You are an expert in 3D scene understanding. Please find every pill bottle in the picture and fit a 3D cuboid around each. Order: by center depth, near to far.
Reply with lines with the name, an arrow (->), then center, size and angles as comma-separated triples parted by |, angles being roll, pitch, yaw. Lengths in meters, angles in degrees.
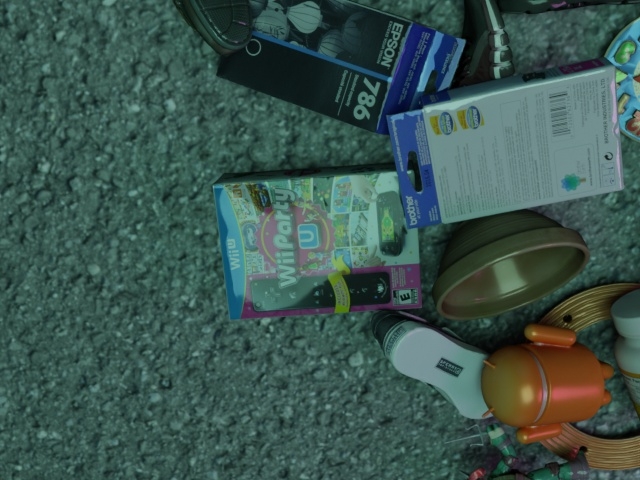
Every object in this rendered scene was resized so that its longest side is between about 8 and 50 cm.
pill bottle -> 0.532, 0.199, 1.242 | 0.136, 0.136, 0.246 | -23, 103, 10

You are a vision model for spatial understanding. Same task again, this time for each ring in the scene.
ring -> 0.488, 0.225, 1.340 | 0.336, 0.032, 0.337 | 1, 106, 4

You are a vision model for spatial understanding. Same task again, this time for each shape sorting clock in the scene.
shape sorting clock -> 0.509, -0.233, 1.173 | 0.206, 0.040, 0.206 | 8, 117, 16

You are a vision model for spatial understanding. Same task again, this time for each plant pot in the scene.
plant pot -> 0.270, 0.021, 1.225 | 0.237, 0.237, 0.110 | -23, 64, 10

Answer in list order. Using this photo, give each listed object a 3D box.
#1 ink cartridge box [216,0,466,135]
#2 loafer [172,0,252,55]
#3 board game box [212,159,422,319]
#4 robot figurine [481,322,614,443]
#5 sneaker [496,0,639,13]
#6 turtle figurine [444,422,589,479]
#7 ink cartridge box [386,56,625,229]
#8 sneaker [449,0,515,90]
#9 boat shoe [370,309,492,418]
ink cartridge box -> 0.024, -0.262, 1.166 | 0.332, 0.065, 0.165 | 20, 106, 12
loafer -> -0.180, -0.375, 1.154 | 0.084, 0.096, 0.267 | -31, 82, 51
board game box -> 0.000, 0.000, 1.270 | 0.303, 0.097, 0.224 | -4, 106, 5
robot figurine -> 0.341, 0.217, 1.246 | 0.219, 0.128, 0.158 | -1, 136, -22
sneaker -> 0.382, -0.377, 1.135 | 0.267, 0.101, 0.106 | -3, 104, 4
turtle figurine -> 0.317, 0.402, 1.346 | 0.234, 0.118, 0.175 | 4, 123, 1
ink cartridge box -> 0.258, -0.132, 1.144 | 0.311, 0.065, 0.186 | -12, 117, 5
sneaker -> 0.200, -0.223, 1.190 | 0.162, 0.106, 0.281 | -12, 106, 10
boat shoe -> 0.193, 0.193, 1.298 | 0.301, 0.102, 0.108 | 29, 98, -35
